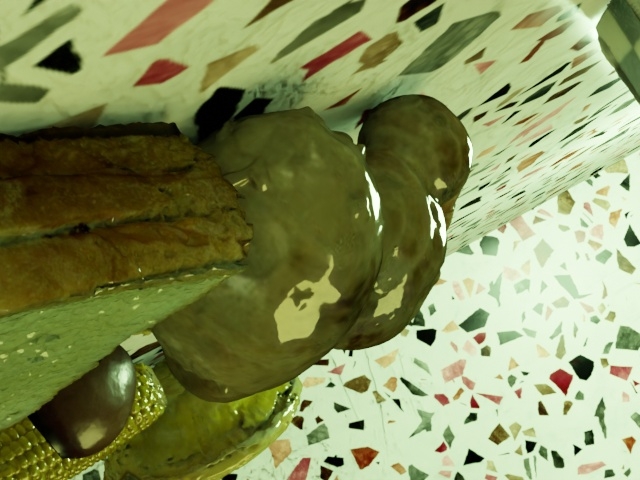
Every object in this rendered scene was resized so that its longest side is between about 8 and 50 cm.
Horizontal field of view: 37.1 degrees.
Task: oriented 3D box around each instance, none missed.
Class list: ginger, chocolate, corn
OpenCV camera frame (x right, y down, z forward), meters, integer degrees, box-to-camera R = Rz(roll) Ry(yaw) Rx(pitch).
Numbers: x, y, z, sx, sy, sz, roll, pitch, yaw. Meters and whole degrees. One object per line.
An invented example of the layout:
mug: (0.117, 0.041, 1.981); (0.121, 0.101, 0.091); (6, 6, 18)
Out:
ginger: (0.000, 0.000, 0.701); (0.304, 0.155, 0.245); (-26, 142, -54)
chocolate: (-0.270, 0.173, 1.092); (0.133, 0.127, 0.124); (-40, -154, -17)
corn: (-0.348, 0.260, 1.256); (0.322, 0.119, 0.119); (-30, 173, -31)

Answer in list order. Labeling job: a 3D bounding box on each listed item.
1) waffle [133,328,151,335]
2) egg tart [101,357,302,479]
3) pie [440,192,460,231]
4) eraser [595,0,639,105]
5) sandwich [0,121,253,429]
waffle: (-0.148, 0.036, 0.797); (0.194, 0.051, 0.149); (-21, 162, -16)
egg tart: (-0.196, 0.250, 1.465); (0.345, 0.132, 0.345); (-22, -166, 6)
pie: (0.093, -0.025, 1.028); (0.195, 0.046, 0.195); (-42, 152, -29)
eraser: (0.449, -0.264, 0.858); (0.404, 0.096, 0.098); (-30, 171, -3)
sandwich: (-0.205, 0.044, 0.505); (0.273, 0.095, 0.249); (-34, 167, 35)
